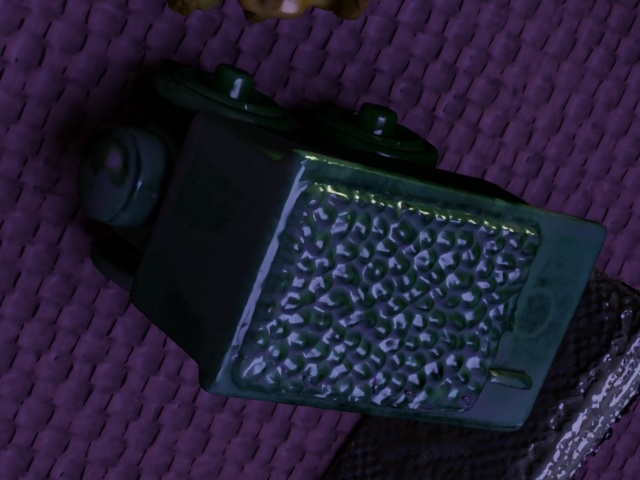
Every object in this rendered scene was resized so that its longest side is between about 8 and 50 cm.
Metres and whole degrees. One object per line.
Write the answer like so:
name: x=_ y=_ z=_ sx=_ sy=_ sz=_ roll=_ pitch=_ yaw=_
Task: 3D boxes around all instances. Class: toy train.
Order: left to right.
toy train: x=0.000 y=0.000 z=1.075 sx=0.266 sy=0.202 sz=0.145 roll=11 pitch=106 yaw=-41

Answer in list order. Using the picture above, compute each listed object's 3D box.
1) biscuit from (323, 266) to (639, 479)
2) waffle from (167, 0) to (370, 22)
biscuit: x=0.107 y=0.113 z=1.249 sx=0.046 sy=0.147 sz=0.250 roll=33 pitch=96 yaw=-45
waffle: x=-0.029 y=-0.207 z=0.923 sx=0.329 sy=0.062 sz=0.329 roll=3 pitch=144 yaw=2
